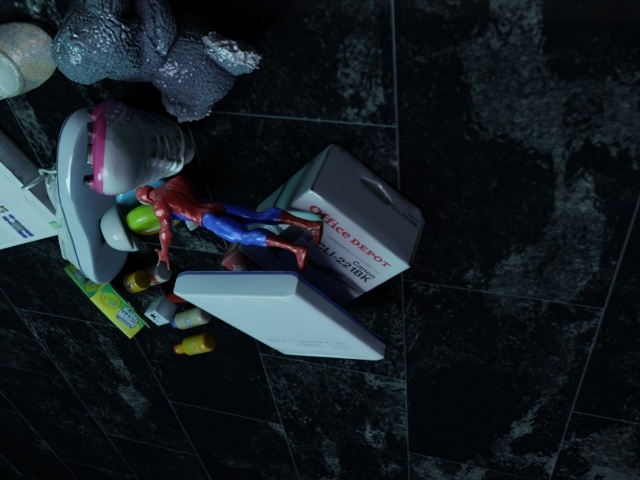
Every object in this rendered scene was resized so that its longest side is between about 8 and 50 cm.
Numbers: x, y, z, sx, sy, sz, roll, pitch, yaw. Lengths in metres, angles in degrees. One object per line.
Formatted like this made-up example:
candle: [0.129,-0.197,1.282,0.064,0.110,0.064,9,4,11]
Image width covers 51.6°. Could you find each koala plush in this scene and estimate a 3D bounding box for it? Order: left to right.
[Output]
koala plush: [-0.201,-0.246,0.838,0.221,0.203,0.196,31,141,-29]

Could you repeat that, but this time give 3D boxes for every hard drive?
hard drive: [-0.052,0.125,1.058,0.210,0.040,0.319,-2,155,29]

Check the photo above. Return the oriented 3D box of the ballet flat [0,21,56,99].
ballet flat: [-0.533,-0.246,1.024,0.316,0.106,0.107,-10,131,31]

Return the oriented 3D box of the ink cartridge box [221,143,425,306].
ink cartridge box: [0.000,0.000,1.063,0.197,0.114,0.273,37,137,-17]

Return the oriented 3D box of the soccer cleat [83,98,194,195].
soccer cleat: [-0.241,-0.133,0.908,0.143,0.331,0.115,4,104,-15]

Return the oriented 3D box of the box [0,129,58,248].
box: [-0.656,-0.088,1.295,0.322,0.058,0.232,-11,131,31]

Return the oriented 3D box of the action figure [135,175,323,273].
action figure: [-0.144,-0.007,0.973,0.281,0.091,0.139,20,138,10]

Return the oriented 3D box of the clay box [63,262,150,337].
clay box: [-0.434,0.115,1.343,0.222,0.053,0.127,26,156,52]

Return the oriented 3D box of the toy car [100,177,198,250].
toy car: [-0.284,-0.064,1.092,0.182,0.159,0.136,172,78,-81]

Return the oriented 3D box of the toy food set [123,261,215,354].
toy food set: [-0.315,0.134,1.350,0.105,0.111,0.232,-19,128,37]

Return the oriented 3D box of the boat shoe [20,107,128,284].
boat shoe: [-0.429,-0.088,1.147,0.157,0.136,0.367,26,140,14]
